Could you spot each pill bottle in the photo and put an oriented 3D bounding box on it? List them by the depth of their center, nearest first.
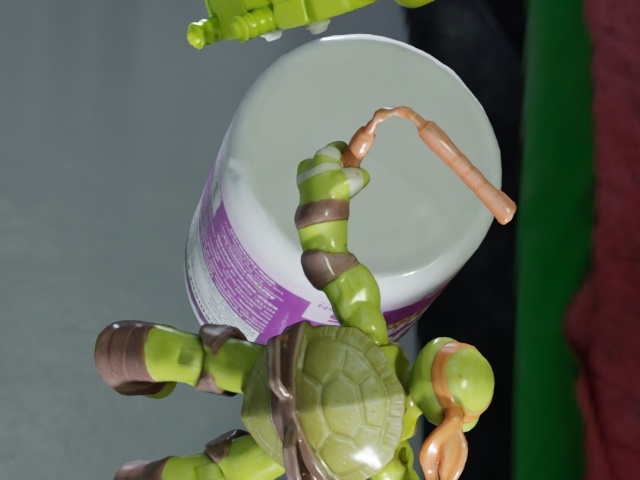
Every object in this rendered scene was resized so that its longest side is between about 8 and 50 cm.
[{"bbox_3d":[0.000,0.000,1.128,0.301,0.169,0.169,121,-30,-68],"label":"pill bottle"}]

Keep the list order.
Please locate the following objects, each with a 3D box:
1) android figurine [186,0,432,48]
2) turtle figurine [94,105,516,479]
[{"bbox_3d":[0.022,-0.205,1.332,0.248,0.273,0.056,1,-67,53],"label":"android figurine"},{"bbox_3d":[0.000,0.088,0.785,0.217,0.087,0.270,-13,-84,34],"label":"turtle figurine"}]
